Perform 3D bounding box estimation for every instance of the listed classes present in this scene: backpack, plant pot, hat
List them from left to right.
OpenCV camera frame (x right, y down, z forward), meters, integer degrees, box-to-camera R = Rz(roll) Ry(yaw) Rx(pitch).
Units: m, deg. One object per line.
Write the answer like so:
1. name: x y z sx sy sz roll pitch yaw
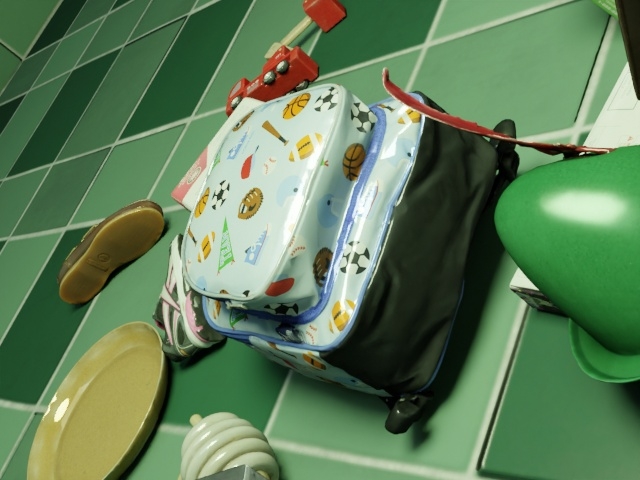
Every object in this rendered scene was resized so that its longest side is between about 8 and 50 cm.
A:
1. plant pot: -0.253 0.204 1.035 0.236 0.032 0.236 -33 36 28
2. backpack: 0.000 0.000 0.780 0.263 0.213 0.276 -10 52 60
3. hat: 0.124 -0.028 0.533 0.173 0.184 0.208 -68 10 -16

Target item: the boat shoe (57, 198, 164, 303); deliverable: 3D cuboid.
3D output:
1. boat shoe: -0.301 0.004 1.260 0.207 0.073 0.073 -37 36 20

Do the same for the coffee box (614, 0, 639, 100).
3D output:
1. coffee box: 0.319 -0.203 0.513 0.297 0.168 0.118 -10 61 22

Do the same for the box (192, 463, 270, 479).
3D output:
1. box: -0.059 0.301 0.570 0.142 0.163 0.247 -24 41 30

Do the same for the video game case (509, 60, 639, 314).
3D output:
1. video game case: 0.268 -0.040 0.623 0.210 0.042 0.232 11 66 54

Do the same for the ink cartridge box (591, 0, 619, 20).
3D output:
1. ink cartridge box: 0.270 -0.279 0.685 0.092 0.160 0.219 -62 10 -23

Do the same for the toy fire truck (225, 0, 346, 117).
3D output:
1. toy fire truck: -0.050 -0.250 1.232 0.192 0.047 0.135 -33 36 28

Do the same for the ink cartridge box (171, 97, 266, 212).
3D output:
1. ink cartridge box: -0.059 -0.066 1.012 0.158 0.092 0.218 -53 30 -4

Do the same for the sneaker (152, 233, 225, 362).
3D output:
1. sneaker: -0.163 0.066 1.027 0.077 0.072 0.178 -38 33 18

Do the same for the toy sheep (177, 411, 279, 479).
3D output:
1. toy sheep: -0.084 0.197 0.781 0.091 0.091 0.132 -51 50 -1
